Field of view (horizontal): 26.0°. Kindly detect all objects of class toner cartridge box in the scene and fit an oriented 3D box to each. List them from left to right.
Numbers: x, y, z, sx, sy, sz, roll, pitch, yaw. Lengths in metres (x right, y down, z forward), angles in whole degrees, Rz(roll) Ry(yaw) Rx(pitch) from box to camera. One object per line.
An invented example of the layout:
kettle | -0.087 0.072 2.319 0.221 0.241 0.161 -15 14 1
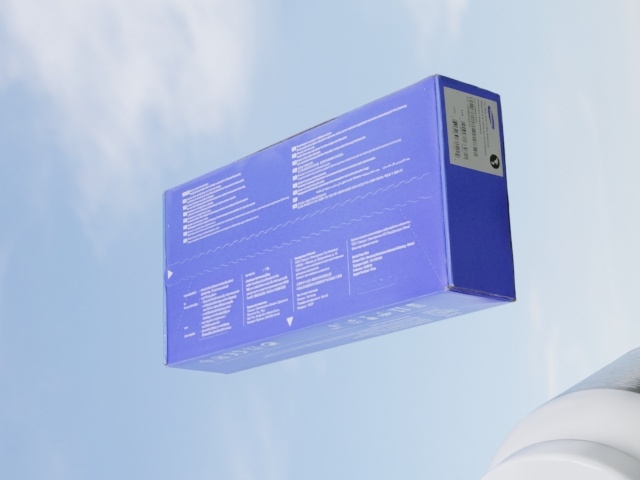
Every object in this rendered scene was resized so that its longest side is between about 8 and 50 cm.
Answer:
toner cartridge box | 0.000 0.000 1.122 0.075 0.348 0.165 13 -111 -40

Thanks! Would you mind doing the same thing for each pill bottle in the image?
pill bottle | 0.249 0.205 1.082 0.363 0.210 0.210 -12 -80 -60
